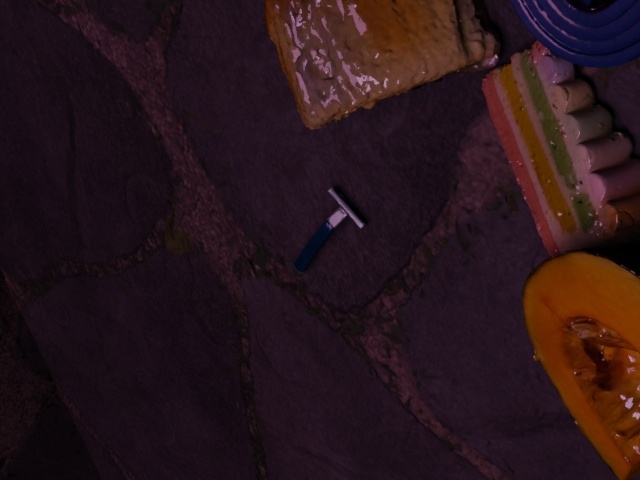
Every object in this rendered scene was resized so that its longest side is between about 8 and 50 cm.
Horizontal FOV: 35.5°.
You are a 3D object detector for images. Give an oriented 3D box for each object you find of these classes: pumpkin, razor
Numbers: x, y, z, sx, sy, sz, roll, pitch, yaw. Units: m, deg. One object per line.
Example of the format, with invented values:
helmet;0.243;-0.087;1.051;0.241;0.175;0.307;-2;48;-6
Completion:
pumpkin;0.302;0.081;0.967;0.169;0.148;0.312;44;153;33
razor;-0.003;0.002;1.357;0.068;0.037;0.191;50;145;8

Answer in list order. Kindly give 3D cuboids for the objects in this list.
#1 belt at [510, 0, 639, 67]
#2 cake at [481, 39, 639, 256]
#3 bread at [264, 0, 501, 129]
belt;0.243;-0.307;0.751;0.212;0.117;0.347;33;140;29
cake;0.232;-0.081;0.966;0.225;0.090;0.109;56;149;4
bread;0.031;-0.232;1.033;0.262;0.163;0.204;-19;90;40
